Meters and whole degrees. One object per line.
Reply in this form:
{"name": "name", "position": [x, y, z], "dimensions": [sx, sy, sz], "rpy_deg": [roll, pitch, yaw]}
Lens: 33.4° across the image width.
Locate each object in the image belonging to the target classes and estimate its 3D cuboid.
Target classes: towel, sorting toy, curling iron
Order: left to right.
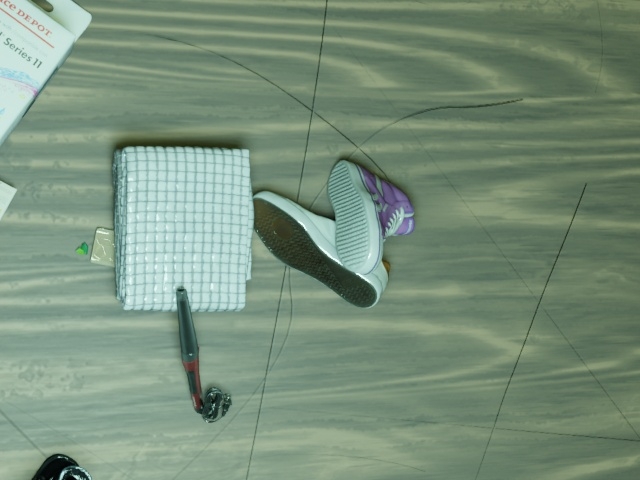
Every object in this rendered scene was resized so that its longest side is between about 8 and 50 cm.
{"name": "sorting toy", "position": [-0.377, 0.011, 1.839], "dimensions": [0.083, 0.012, 0.062], "rpy_deg": [12, 87, -20]}
{"name": "towel", "position": [-0.238, -0.019, 1.829], "dimensions": [0.235, 0.121, 0.284], "rpy_deg": [0, 91, -27]}
{"name": "curling iron", "position": [-0.207, 0.195, 1.811], "dimensions": [0.068, 0.035, 0.274], "rpy_deg": [-13, 118, -1]}

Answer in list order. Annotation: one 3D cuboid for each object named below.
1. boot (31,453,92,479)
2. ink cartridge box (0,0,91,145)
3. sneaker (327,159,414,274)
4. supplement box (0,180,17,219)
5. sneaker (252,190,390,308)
{"name": "boot", "position": [-0.450, 0.456, 1.683], "dimensions": [0.094, 0.207, 0.246], "rpy_deg": [33, 78, -13]}
{"name": "ink cartridge box", "position": [-0.547, -0.304, 1.750], "dimensions": [0.207, 0.119, 0.353], "rpy_deg": [35, 77, -12]}
{"name": "sneaker", "position": [0.110, -0.029, 1.884], "dimensions": [0.161, 0.282, 0.102], "rpy_deg": [24, 124, -23]}
{"name": "supplement box", "position": [-0.556, -0.056, 1.774], "dimensions": [0.062, 0.036, 0.098], "rpy_deg": [29, 78, -14]}
{"name": "sneaker", "position": [0.000, 0.000, 1.934], "dimensions": [0.290, 0.106, 0.123], "rpy_deg": [39, 41, -3]}
